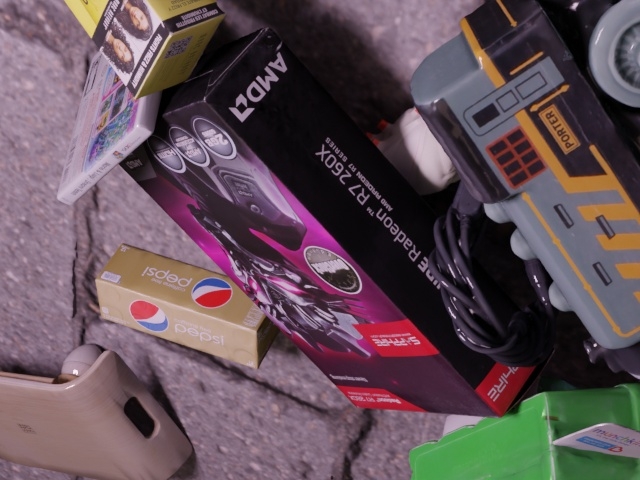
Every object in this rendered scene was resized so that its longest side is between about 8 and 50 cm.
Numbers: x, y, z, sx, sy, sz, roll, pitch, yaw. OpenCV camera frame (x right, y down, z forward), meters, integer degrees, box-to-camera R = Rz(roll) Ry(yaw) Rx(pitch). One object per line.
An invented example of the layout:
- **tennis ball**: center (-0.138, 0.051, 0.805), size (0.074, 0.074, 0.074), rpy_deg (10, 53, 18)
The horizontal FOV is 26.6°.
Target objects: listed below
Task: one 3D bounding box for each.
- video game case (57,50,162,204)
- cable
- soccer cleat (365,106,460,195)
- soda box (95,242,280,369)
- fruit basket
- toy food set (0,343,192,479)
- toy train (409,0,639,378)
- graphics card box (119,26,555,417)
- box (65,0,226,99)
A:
- **video game case**: center (-0.166, -0.123, 1.129), size (0.019, 0.157, 0.143), rpy_deg (26, 144, -27)
- **cable**: center (0.142, 0.028, 1.069), size (0.047, 0.184, 0.150), rpy_deg (-15, 126, 32)
- **soccer cleat**: center (0.100, -0.085, 1.083), size (0.076, 0.068, 0.196), rpy_deg (35, 146, -14)
- **soda box**: center (-0.133, 0.066, 1.372), size (0.181, 0.058, 0.061), rpy_deg (17, 138, 16)
- **fruit basket**: center (0.267, 0.233, 1.228), size (0.353, 0.165, 0.327), rpy_deg (10, 152, -33)
- **toy food set**: center (-0.326, 0.184, 1.597), size (0.306, 0.092, 0.220), rpy_deg (5, 145, 29)
- **toy train**: center (0.211, -0.049, 0.953), size (0.190, 0.142, 0.334), rpy_deg (-32, 112, 13)
- **graphics card box**: center (0.000, 0.000, 1.155), size (0.371, 0.094, 0.232), rpy_deg (48, 156, -19)
- **box**: center (-0.171, -0.226, 1.032), size (0.232, 0.058, 0.087), rpy_deg (55, 141, 11)
